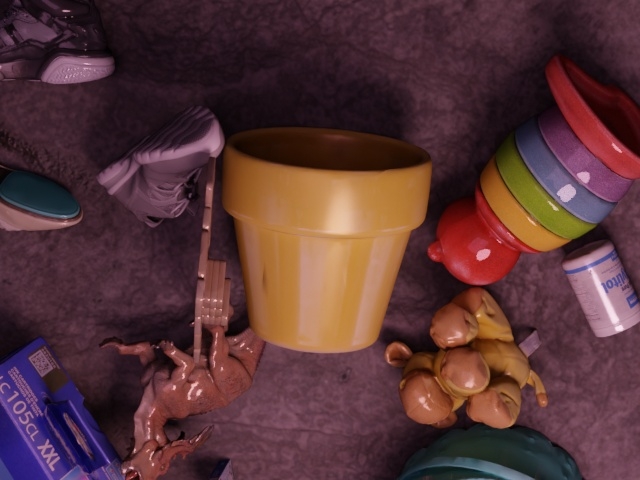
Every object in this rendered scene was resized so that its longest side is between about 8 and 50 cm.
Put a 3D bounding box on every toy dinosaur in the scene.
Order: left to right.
[{"bbox_3d":[-0.159,0.192,1.907,0.296,0.127,0.200,-28,109,-11],"label":"toy dinosaur"}]

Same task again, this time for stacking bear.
[{"bbox_3d":[0.257,-0.057,1.760,0.175,0.164,0.289,22,126,-40],"label":"stacking bear"}]

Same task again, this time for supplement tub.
[{"bbox_3d":[0.354,0.059,1.811,0.071,0.071,0.107,-25,97,14],"label":"supplement tub"}]

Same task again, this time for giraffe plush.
[{"bbox_3d":[0.167,0.168,1.827,0.170,0.210,0.181,-26,75,31],"label":"giraffe plush"}]

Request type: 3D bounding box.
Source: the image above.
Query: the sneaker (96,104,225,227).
[{"bbox_3d":[-0.178,-0.086,1.809,0.105,0.281,0.115,-43,102,-25],"label":"sneaker"}]

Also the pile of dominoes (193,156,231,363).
[{"bbox_3d":[-0.123,0.025,1.719,0.040,0.251,0.196,5,68,-4],"label":"pile of dominoes"}]

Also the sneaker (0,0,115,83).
[{"bbox_3d":[-0.400,-0.280,1.865,0.269,0.101,0.153,0,101,4],"label":"sneaker"}]

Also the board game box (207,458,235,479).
[{"bbox_3d":[-0.130,0.354,1.951,0.020,0.090,0.090,-11,99,10],"label":"board game box"}]

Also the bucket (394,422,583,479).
[{"bbox_3d":[0.216,0.383,1.846,0.281,0.183,0.281,2,102,10],"label":"bucket"}]

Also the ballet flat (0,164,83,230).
[{"bbox_3d":[-0.435,-0.062,1.934,0.248,0.086,0.086,26,105,6],"label":"ballet flat"}]

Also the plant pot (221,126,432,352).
[{"bbox_3d":[0.000,0.000,1.772,0.254,0.254,0.239,8,106,9],"label":"plant pot"}]

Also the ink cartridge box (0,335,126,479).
[{"bbox_3d":[-0.428,0.311,1.929,0.395,0.151,0.270,-29,95,26],"label":"ink cartridge box"}]
